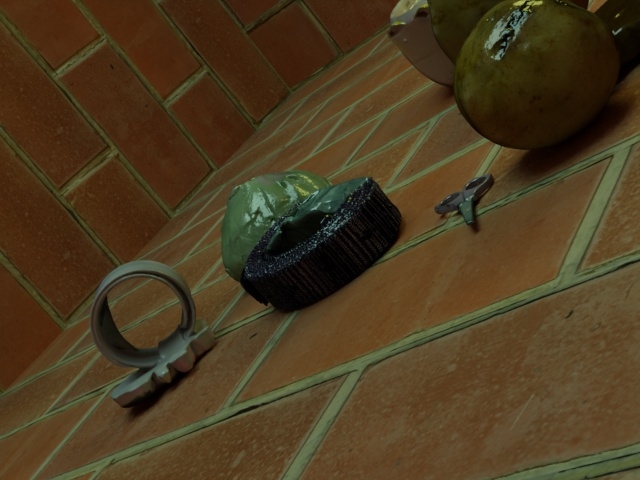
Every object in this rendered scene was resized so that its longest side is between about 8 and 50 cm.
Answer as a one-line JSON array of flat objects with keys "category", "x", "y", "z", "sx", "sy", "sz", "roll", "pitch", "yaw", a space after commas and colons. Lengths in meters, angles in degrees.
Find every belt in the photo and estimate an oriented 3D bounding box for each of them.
[{"category": "belt", "x": 0.000, "y": 0.000, "z": 1.927, "sx": 0.325, "sy": 0.122, "sz": 0.260, "roll": -25, "pitch": 23, "yaw": 43}]

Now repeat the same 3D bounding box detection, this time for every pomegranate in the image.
[{"category": "pomegranate", "x": 0.331, "y": -0.258, "z": 1.650, "sx": 0.260, "sy": 0.260, "sz": 0.260, "roll": -37, "pitch": 13, "yaw": 10}, {"category": "pomegranate", "x": 0.354, "y": -0.487, "z": 2.132, "sx": 0.342, "sy": 0.342, "sz": 0.342, "roll": -37, "pitch": 13, "yaw": 10}]

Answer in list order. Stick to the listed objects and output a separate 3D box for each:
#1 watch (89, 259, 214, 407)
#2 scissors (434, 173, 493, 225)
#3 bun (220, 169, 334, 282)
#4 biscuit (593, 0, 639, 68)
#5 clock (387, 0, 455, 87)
[{"category": "watch", "x": -0.348, "y": 0.172, "z": 2.059, "sx": 0.244, "sy": 0.231, "sz": 0.196, "roll": -36, "pitch": 15, "yaw": -2}, {"category": "scissors", "x": 0.231, "y": -0.054, "z": 1.684, "sx": 0.110, "sy": 0.021, "sz": 0.212, "roll": -33, "pitch": 14, "yaw": 13}, {"category": "bun", "x": -0.101, "y": -0.055, "z": 2.240, "sx": 0.293, "sy": 0.187, "sz": 0.293, "roll": -34, "pitch": 13, "yaw": 9}, {"category": "biscuit", "x": 0.556, "y": -0.392, "z": 1.795, "sx": 0.359, "sy": 0.074, "sz": 0.381, "roll": -43, "pitch": 13, "yaw": 11}, {"category": "clock", "x": 0.360, "y": -0.540, "z": 2.468, "sx": 0.368, "sy": 0.250, "sz": 0.377, "roll": -21, "pitch": 29, "yaw": 56}]
